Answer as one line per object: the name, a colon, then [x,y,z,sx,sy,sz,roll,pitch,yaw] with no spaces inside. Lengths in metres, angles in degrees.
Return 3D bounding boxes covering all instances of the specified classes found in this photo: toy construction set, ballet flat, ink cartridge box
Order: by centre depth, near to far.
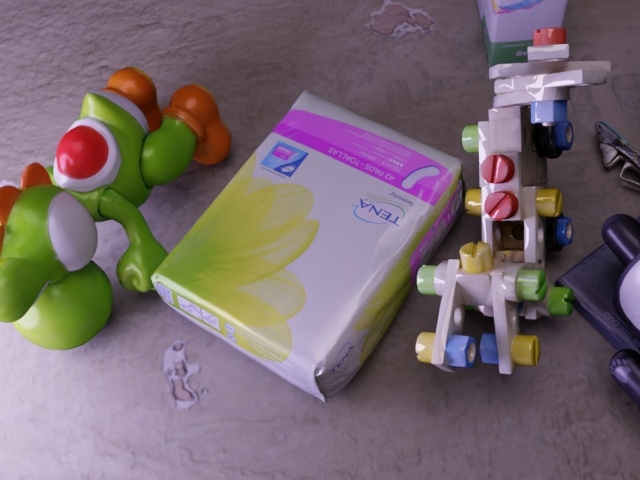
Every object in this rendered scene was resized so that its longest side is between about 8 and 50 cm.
toy construction set: [0.184,-0.042,0.849,0.151,0.215,0.327,18,105,30]
ballet flat: [0.344,-0.090,0.980,0.041,0.041,0.114,-37,61,-13]
ink cartridge box: [0.240,-0.335,1.033,0.093,0.212,0.154,-4,60,5]

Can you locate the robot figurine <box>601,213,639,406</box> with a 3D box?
robot figurine: [0.382,0.067,0.782,0.174,0.209,0.278,-18,56,-28]

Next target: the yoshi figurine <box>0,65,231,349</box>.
yoshi figurine: [-0.253,-0.022,0.981,0.203,0.204,0.362,44,52,-14]

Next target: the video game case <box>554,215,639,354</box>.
video game case: [0.415,0.034,0.906,0.274,0.026,0.196,-34,61,-12]

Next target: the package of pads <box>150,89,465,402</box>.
package of pads: [0.000,0.000,0.942,0.229,0.101,0.296,28,69,23]
